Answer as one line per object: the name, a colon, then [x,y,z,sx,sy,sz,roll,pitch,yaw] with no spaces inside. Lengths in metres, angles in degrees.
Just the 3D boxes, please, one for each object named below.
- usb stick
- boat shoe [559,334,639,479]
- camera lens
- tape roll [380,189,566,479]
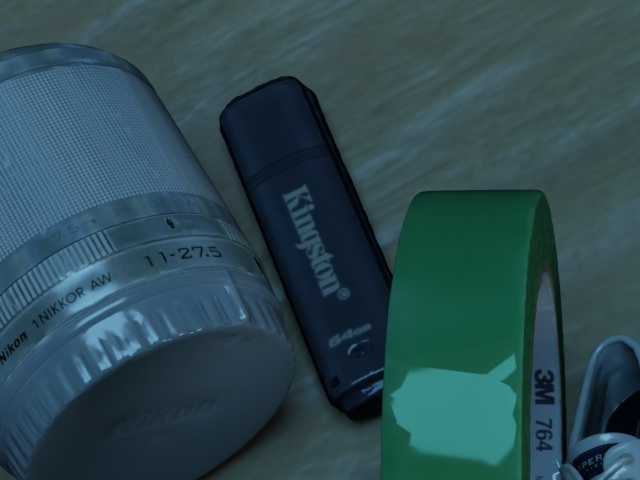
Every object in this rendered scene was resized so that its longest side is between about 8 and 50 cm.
usb stick: [0.000,0.000,1.425,0.077,0.045,0.278,-22,60,-1]
boat shoe: [0.181,0.157,1.220,0.095,0.084,0.258,-28,24,23]
camera lens: [-0.166,0.020,1.348,0.219,0.219,0.274,-30,60,-5]
tape roll: [0.098,0.130,1.174,0.077,0.321,0.321,0,62,11]
